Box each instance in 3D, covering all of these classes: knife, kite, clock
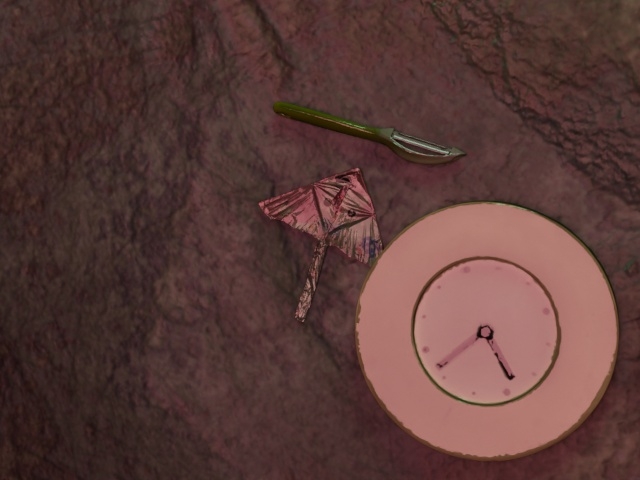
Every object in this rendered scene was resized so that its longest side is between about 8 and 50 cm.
[{"bbox_3d":[0.042,-0.096,1.413,0.184,0.022,0.026,17,70,13],"label":"knife"},{"bbox_3d":[0.000,0.000,1.435,0.137,0.005,0.152,29,99,10],"label":"kite"},{"bbox_3d":[0.147,0.080,1.391,0.235,0.029,0.235,1,95,12],"label":"clock"}]
